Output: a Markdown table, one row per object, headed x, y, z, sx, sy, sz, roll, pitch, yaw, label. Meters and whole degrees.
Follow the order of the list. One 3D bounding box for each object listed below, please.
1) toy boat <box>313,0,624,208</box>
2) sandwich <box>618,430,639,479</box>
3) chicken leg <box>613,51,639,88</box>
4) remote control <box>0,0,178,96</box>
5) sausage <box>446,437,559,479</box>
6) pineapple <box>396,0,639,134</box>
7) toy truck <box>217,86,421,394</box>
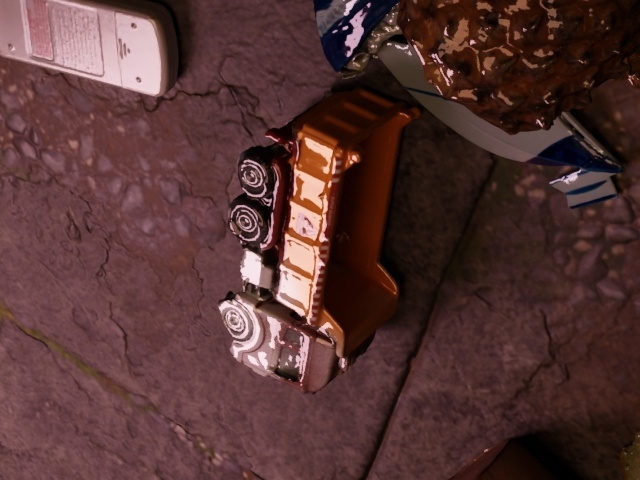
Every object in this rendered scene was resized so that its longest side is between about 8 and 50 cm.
| x | y | z | sx | sy | sz | roll | pitch | yaw | label |
| --- | --- | --- | --- | --- | --- | --- | --- | --- | --- |
| 0.130 | -0.137 | 1.509 | 0.291 | 0.067 | 0.220 | 42 | 136 | -13 | toy boat |
| 0.365 | 0.222 | 1.606 | 0.187 | 0.144 | 0.117 | 13 | 137 | -19 | sandwich |
| 0.265 | -0.154 | 1.369 | 0.207 | 0.085 | 0.101 | 12 | 92 | 20 | chicken leg |
| -0.209 | -0.185 | 1.712 | 0.190 | 0.029 | 0.087 | 16 | 128 | 26 | remote control |
| 0.209 | 0.294 | 1.687 | 0.253 | 0.123 | 0.123 | 45 | 134 | 2 | sausage |
| 0.220 | -0.220 | 1.252 | 0.364 | 0.165 | 0.165 | -39 | 94 | 21 | pineapple |
| 0.000 | 0.000 | 1.642 | 0.135 | 0.114 | 0.270 | 27 | 129 | 23 | toy truck |
